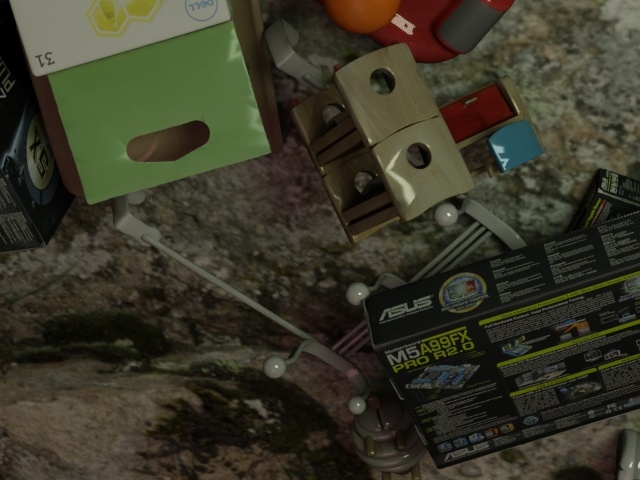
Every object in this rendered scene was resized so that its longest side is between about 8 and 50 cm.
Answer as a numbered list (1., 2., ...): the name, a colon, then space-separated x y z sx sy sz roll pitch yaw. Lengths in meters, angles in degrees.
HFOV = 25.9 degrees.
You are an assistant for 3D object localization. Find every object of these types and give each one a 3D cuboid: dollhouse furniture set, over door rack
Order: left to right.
1. over door rack: 0.000 0.000 1.253 0.324 0.108 0.239 40 111 -21
2. dollhouse furniture set: 0.094 -0.100 1.118 0.129 0.184 0.129 64 160 0

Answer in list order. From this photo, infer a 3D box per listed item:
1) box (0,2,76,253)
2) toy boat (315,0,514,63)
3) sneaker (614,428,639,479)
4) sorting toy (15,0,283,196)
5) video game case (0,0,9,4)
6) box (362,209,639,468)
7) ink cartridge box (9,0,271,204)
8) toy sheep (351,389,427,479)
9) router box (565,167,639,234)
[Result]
1. box: -0.294 -0.102 1.273 0.078 0.147 0.180 -7 126 23
2. toy boat: 0.039 -0.215 1.072 0.231 0.151 0.151 32 131 -11
3. sneaker: 0.366 0.323 1.467 0.115 0.105 0.281 4 130 14
4. sorting toy: -0.148 -0.140 1.240 0.208 0.038 0.193 -11 129 -3
5. video game case: -0.321 -0.312 1.176 0.275 0.035 0.248 -11 125 25
6. box: 0.199 0.095 1.254 0.270 0.060 0.216 -19 136 9
7. ink cartridge box: -0.152 -0.160 1.141 0.171 0.056 0.235 -16 98 3
8. toy sheep: 0.073 0.203 1.464 0.091 0.091 0.132 -1 137 18
9. router box: 0.273 0.001 1.264 0.092 0.038 0.122 19 132 -1
